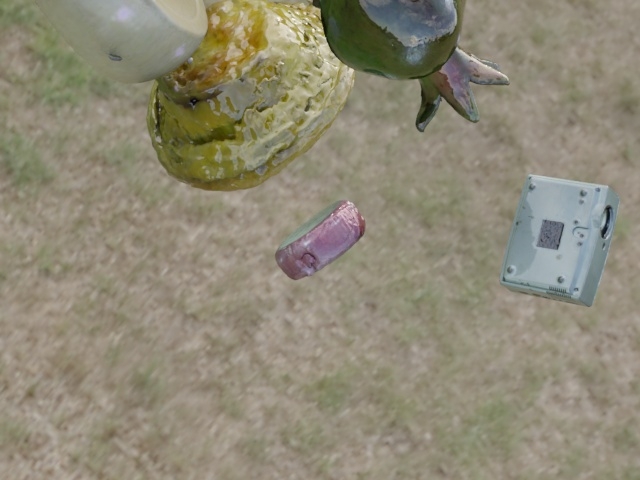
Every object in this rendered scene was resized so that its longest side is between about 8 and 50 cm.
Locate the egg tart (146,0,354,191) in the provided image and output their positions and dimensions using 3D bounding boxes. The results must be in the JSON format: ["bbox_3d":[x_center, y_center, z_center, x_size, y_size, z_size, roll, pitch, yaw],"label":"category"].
[{"bbox_3d":[-0.099,-0.190,1.561,0.123,0.294,0.294,51,35,-45],"label":"egg tart"}]

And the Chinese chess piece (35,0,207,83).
[{"bbox_3d":[-0.230,-0.295,1.431,0.273,0.102,0.273,53,16,-23],"label":"Chinese chess piece"}]

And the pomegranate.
[{"bbox_3d":[0.081,-0.191,1.201,0.191,0.131,0.152,44,37,-31],"label":"pomegranate"}]

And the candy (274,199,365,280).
[{"bbox_3d":[0.000,0.000,1.397,0.043,0.103,0.103,53,47,-8],"label":"candy"}]

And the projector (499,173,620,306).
[{"bbox_3d":[0.295,-0.002,1.658,0.061,0.115,0.147,28,75,-58],"label":"projector"}]
